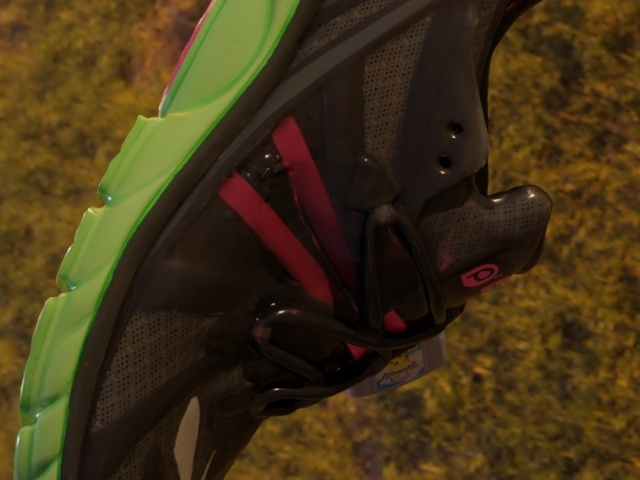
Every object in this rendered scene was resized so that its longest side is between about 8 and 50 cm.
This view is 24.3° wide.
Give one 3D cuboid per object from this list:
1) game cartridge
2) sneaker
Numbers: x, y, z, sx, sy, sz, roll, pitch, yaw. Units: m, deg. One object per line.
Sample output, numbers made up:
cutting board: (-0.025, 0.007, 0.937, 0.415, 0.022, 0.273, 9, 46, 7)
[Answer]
game cartridge: (0.057, 0.089, 1.125, 0.056, 0.083, 0.017, 80, 166, -50)
sneaker: (0.000, 0.000, 0.744, 0.482, 0.202, 0.185, -62, -4, 4)
